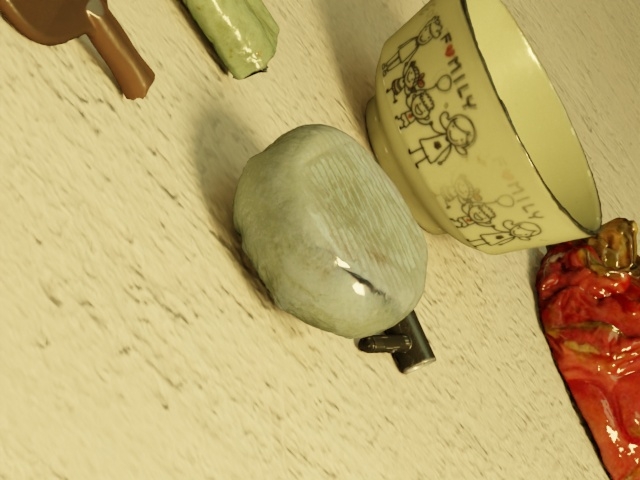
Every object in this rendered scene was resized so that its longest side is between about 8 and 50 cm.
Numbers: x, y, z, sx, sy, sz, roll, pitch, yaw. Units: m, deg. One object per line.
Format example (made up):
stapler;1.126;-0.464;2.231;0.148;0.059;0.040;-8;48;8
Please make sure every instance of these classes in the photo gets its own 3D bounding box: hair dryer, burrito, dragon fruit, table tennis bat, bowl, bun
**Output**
hair dryer;0.046;0.068;1.287;0.083;0.026;0.047;-1;63;-61
burrito;-0.069;-0.165;1.262;0.118;0.044;0.074;54;24;-30
dragon fruit;0.308;0.075;1.755;0.205;0.152;0.317;54;21;-18
table tennis bat;-0.096;-0.143;1.022;0.170;0.119;0.107;58;44;-42
bowl;0.121;-0.085;1.519;0.237;0.126;0.237;51;22;-30
bun;0.000;0.000;1.169;0.141;0.083;0.140;39;33;-31
